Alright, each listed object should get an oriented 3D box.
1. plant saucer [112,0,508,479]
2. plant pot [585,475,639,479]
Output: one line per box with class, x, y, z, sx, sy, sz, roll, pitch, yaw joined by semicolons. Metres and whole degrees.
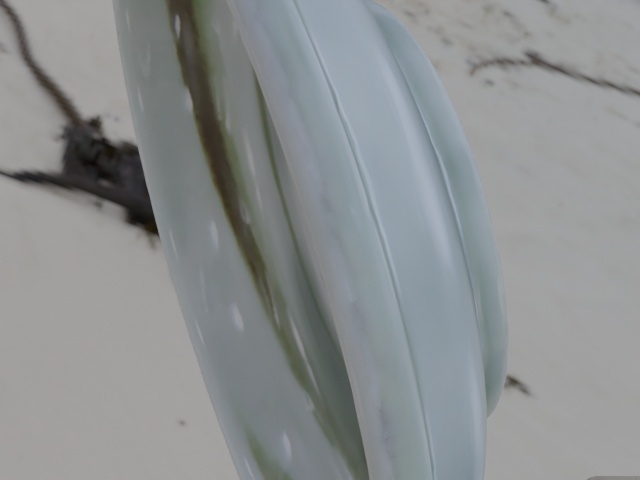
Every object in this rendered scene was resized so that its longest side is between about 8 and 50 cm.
plant saucer;0.000;0.000;0.692;0.100;0.400;0.400;-16;33;-13
plant pot;0.163;0.171;0.691;0.109;0.096;0.109;-2;26;18
